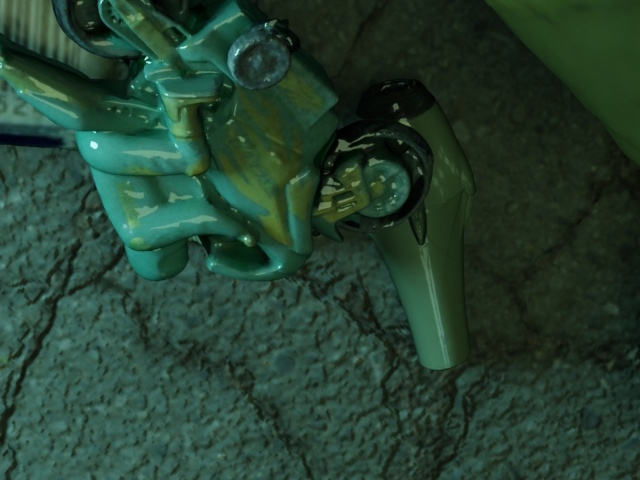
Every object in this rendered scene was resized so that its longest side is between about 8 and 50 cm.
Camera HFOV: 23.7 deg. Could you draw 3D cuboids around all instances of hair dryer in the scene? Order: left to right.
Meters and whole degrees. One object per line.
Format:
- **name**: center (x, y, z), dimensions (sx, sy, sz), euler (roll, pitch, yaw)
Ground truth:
- **hair dryer**: center (0.028, 0.017, 1.115), dimensions (0.225, 0.088, 0.219), euler (-31, 112, 11)

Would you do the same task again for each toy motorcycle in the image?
- **toy motorcycle**: center (-0.076, -0.068, 0.980), dimensions (0.198, 0.109, 0.296), euler (-42, 122, 12)

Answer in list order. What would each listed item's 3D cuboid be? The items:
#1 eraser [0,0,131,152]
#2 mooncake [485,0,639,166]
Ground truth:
- **eraser**: center (-0.290, -0.144, 0.991), dimensions (0.332, 0.101, 0.155), euler (3, 105, -11)
- **mooncake**: center (0.302, -0.223, 0.938), dimensions (0.394, 0.393, 0.246), euler (-36, 110, 22)
